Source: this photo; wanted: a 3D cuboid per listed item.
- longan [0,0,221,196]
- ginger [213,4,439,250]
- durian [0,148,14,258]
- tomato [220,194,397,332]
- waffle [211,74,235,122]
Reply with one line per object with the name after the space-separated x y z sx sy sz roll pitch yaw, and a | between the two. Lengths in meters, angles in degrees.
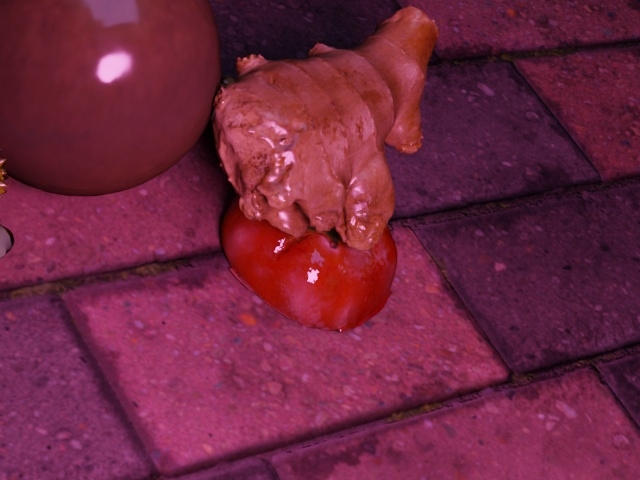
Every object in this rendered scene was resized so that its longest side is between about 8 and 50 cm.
-0.260 -0.197 1.796 0.319 0.319 0.319 17 42 -16 | longan
0.041 -0.127 1.868 0.375 0.166 0.236 -26 73 -32 | ginger
-0.401 -0.055 1.672 0.159 0.198 0.146 13 23 21 | durian
0.000 -0.003 1.931 0.225 0.085 0.225 20 40 -18 | tomato
-0.049 -0.139 2.025 0.223 0.054 0.204 17 20 -16 | waffle
